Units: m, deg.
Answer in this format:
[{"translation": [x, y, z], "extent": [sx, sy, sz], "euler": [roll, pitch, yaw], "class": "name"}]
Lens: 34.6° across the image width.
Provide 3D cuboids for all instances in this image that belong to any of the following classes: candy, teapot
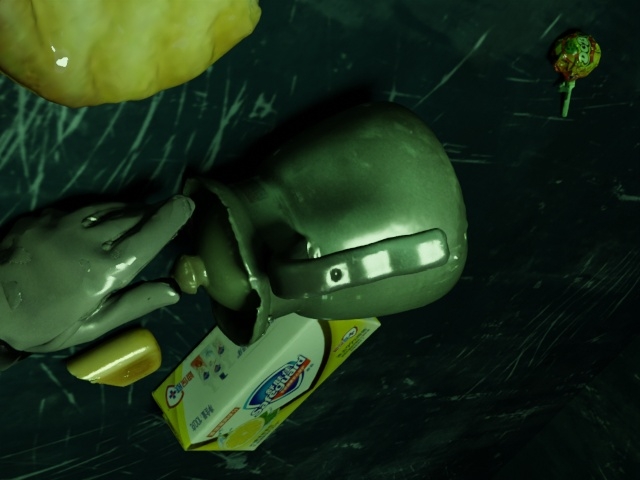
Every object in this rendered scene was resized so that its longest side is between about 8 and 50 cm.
[{"translation": [0.327, -0.207, 1.341], "extent": [0.060, 0.060, 0.201], "euler": [-36, 160, -5], "class": "candy"}, {"translation": [-0.002, 0.016, 1.022], "extent": [0.285, 0.305, 0.223], "euler": [-18, 132, -20], "class": "teapot"}]

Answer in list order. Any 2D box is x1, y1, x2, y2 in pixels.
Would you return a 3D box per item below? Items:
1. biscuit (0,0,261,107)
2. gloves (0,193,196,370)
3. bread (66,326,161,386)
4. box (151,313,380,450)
[{"translation": [-0.156, -0.202, 0.710], "extent": [0.213, 0.091, 0.274], "euler": [-37, 154, -10], "class": "biscuit"}, {"translation": [-0.236, 0.042, 0.944], "extent": [0.285, 0.142, 0.119], "euler": [-35, 180, -9], "class": "gloves"}, {"translation": [-0.234, 0.139, 1.167], "extent": [0.103, 0.049, 0.062], "euler": [-27, 142, -20], "class": "bread"}, {"translation": [-0.070, 0.155, 1.336], "extent": [0.265, 0.097, 0.168], "euler": [-46, 152, 13], "class": "box"}]
